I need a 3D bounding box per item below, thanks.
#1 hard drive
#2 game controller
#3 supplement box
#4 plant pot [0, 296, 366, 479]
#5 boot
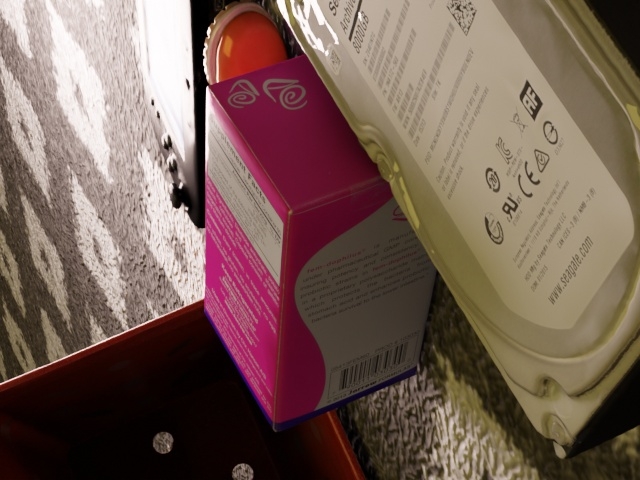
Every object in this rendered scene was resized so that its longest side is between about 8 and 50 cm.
[{"bbox_3d":[0.078,-0.090,0.679,0.339,0.064,0.237,61,158,22],"label":"hard drive"},{"bbox_3d":[-0.105,-0.160,1.064,0.166,0.067,0.319,53,154,36],"label":"game controller"},{"bbox_3d":[0.000,0.000,0.889,0.114,0.111,0.220,57,155,32],"label":"supplement box"},{"bbox_3d":[-0.112,0.214,1.208,0.236,0.267,0.267,111,136,-79],"label":"plant pot"},{"bbox_3d":[-0.027,-0.084,0.964,0.084,0.059,0.158,41,154,46],"label":"boot"}]
